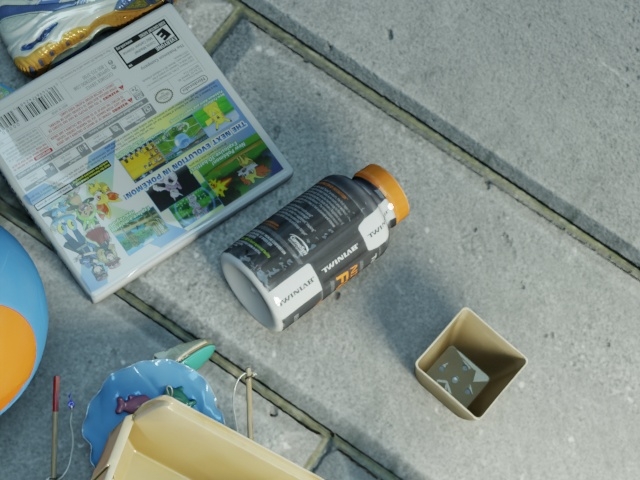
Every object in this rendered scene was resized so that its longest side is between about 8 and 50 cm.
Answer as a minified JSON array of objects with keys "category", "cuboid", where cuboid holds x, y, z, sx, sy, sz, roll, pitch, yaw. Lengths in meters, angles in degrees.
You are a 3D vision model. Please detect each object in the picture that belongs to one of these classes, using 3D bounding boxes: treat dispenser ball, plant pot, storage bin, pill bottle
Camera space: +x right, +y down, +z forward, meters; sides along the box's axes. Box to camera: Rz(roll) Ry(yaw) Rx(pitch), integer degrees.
[{"category":"treat dispenser ball","cuboid":[-0.468,0.094,1.715,0.288,0.288,0.288,3,70,-8]},{"category":"plant pot","cuboid":[0.185,0.170,1.894,0.109,0.096,0.109,41,70,6]},{"category":"storage bin","cuboid":[-0.147,0.352,1.676,0.260,0.123,0.262,31,45,-15]},{"category":"pill bottle","cuboid":[0.000,0.000,1.907,0.246,0.130,0.130,-37,80,-18]}]

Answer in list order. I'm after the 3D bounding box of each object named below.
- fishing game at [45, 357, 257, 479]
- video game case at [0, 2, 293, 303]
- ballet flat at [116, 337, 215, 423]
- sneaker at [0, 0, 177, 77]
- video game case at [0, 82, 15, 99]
[{"category":"fishing game","cuboid":[-0.204,0.241,1.806,0.264,0.041,0.189,3,87,-19]},{"category":"video game case","cuboid":[-0.252,-0.123,1.954,0.329,0.036,0.300,-34,82,-19]},{"category":"ballet flat","cuboid":[-0.209,0.172,1.855,0.052,0.057,0.168,40,68,21]},{"category":"sneaker","cuboid":[-0.308,-0.346,1.992,0.296,0.112,0.131,-30,77,-18]},{"category":"video game case","cuboid":[-0.511,-0.190,1.955,0.166,0.015,0.119,28,69,2]}]
